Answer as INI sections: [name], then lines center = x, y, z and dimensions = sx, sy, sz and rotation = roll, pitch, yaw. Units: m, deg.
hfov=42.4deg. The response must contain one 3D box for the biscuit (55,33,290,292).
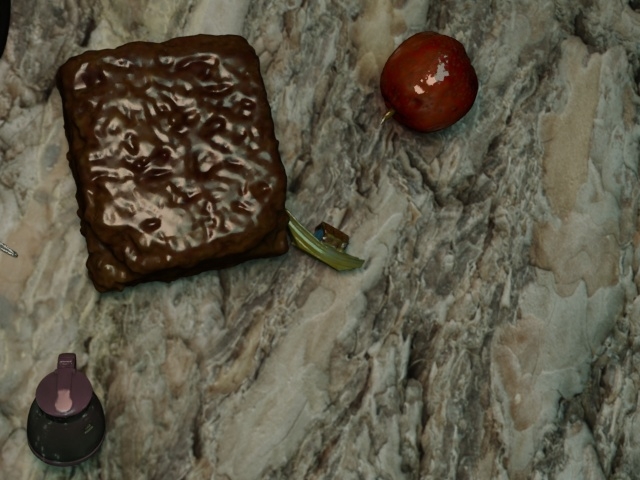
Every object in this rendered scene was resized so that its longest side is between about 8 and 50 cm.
[biscuit]
center = -0.237, -0.138, 1.344
dimensions = 0.343, 0.166, 0.394
rotation = -12, 81, -20

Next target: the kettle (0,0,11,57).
[kettle]
center = -0.621, -0.388, 1.302
dimensions = 0.232, 0.144, 0.201
rotation = 9, 58, -10

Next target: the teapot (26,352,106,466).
[teapot]
center = -0.372, 0.246, 1.232
dimensions = 0.116, 0.146, 0.148
rotation = 22, 47, 6

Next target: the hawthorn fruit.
[hawthorn fruit]
center = 0.183, -0.276, 1.499
dimensions = 0.200, 0.179, 0.179
rotation = -38, 91, 1

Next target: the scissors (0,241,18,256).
[scissors]
center = -0.563, -0.026, 1.305
dimensions = 0.189, 0.015, 0.100
rotation = 34, 69, -8

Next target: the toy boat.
[toy boat]
center = 0.000, 0.000, 1.436
dimensions = 0.172, 0.065, 0.066
rotation = 31, 86, -15
